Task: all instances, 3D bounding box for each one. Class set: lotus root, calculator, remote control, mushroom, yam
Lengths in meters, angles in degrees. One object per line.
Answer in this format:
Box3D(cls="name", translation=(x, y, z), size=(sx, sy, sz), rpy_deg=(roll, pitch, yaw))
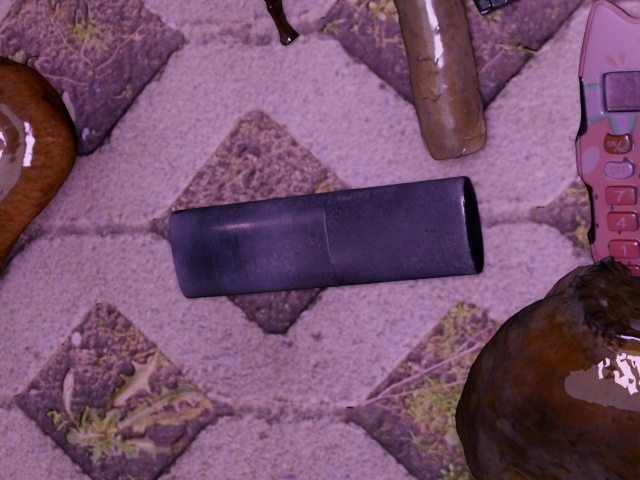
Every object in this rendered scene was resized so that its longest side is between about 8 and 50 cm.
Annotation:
Box3D(cls="lotus root", translation=(0.262, 0.165, 1.499), size=(0.267, 0.149, 0.260), rpy_deg=(45, 141, 25))
Box3D(cls="calculator", translation=(0.359, -0.076, 1.531), size=(0.220, 0.048, 0.329), rpy_deg=(1, 102, 27))
Box3D(cls="remote control", translation=(0.000, 0.000, 1.735), size=(0.378, 0.044, 0.107), rpy_deg=(-6, 100, 29))
Box3D(cls="mushroom", translation=(-0.461, -0.103, 1.840), size=(0.345, 0.259, 0.345), rpy_deg=(5, 100, 27))
Box3D(cls="yam", translation=(0.103, -0.268, 1.603), size=(0.083, 0.083, 0.371), rpy_deg=(-9, 100, 29))

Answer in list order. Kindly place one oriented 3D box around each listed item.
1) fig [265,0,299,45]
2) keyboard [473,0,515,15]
Box3D(cls="fig", translation=(-0.046, -0.335, 1.657), size=(0.145, 0.170, 0.274), rpy_deg=(28, 131, 36))
Box3D(cls="keyboard", translation=(0.154, -0.349, 1.606), size=(0.072, 0.023, 0.231), rpy_deg=(-23, 87, 25))
